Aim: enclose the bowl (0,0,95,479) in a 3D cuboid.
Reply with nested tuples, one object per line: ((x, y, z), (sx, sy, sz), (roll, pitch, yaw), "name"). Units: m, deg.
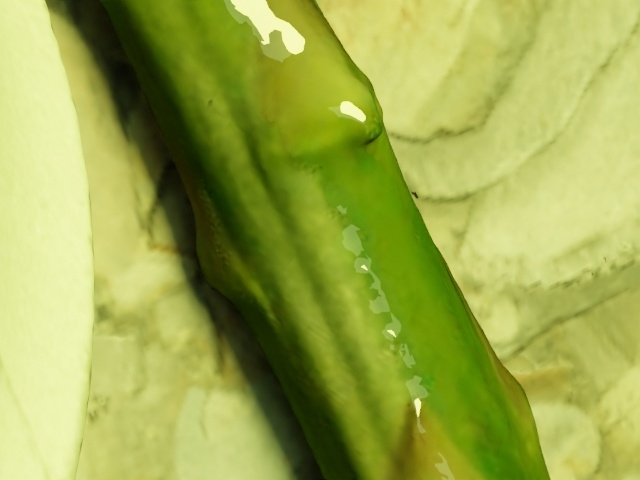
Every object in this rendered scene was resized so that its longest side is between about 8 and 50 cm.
((-0.248, -0.015, 0.321), (0.435, 0.196, 0.434), (3, 72, -9), "bowl")

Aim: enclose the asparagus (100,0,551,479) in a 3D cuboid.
((0.000, 0.000, 0.639), (0.085, 0.082, 0.343), (-22, 101, 7), "asparagus")
